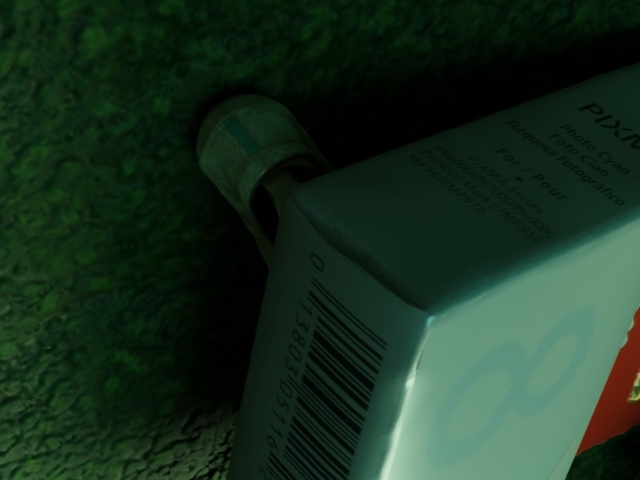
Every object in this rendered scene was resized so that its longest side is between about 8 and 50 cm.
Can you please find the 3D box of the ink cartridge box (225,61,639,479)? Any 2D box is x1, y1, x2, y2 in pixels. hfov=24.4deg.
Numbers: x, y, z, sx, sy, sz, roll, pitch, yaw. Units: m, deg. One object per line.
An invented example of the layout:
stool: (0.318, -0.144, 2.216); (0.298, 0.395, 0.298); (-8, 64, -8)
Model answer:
ink cartridge box: (0.127, 0.065, 0.723); (0.385, 0.091, 0.308); (-20, 138, -35)

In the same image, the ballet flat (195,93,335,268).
ballet flat: (0.000, 0.000, 0.636); (0.057, 0.052, 0.168); (-43, 140, 3)
